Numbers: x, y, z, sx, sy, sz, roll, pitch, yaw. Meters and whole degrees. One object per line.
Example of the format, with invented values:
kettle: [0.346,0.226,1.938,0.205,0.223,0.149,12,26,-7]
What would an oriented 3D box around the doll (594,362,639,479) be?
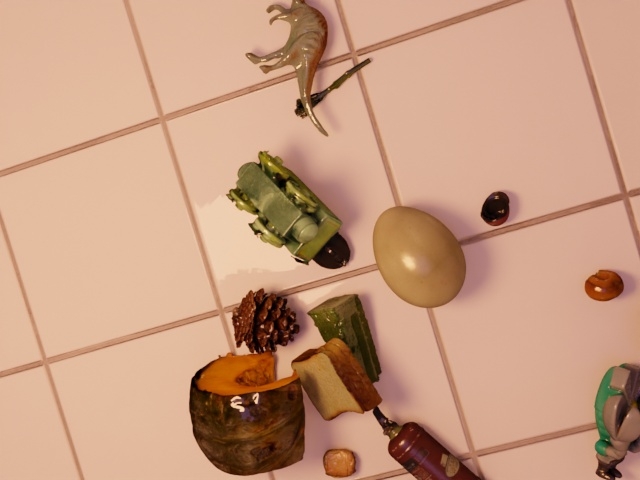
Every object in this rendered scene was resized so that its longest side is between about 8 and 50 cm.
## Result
doll: [0.700,0.408,1.807,0.153,0.195,0.258,14,128,41]

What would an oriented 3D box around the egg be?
egg: [0.219,0.035,1.818,0.188,0.188,0.253,-39,82,10]

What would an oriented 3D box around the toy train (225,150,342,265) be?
toy train: [-0.086,-0.079,1.831,0.159,0.188,0.271,-49,56,9]

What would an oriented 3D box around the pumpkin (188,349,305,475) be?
pumpkin: [-0.175,0.402,1.875,0.256,0.303,0.225,-15,100,-17]

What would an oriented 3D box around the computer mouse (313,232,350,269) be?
computer mouse: [0.000,0.000,1.917,0.172,0.057,0.099,45,98,6]

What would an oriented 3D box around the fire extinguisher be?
fire extinguisher: [0.248,0.510,1.878,0.344,0.138,0.102,41,75,3]

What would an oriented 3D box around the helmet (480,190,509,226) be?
helmet: [0.410,-0.066,1.850,0.065,0.049,0.084,13,67,39]

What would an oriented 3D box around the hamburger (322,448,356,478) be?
hamburger: [0.046,0.545,1.959,0.083,0.044,0.076,0,93,7]

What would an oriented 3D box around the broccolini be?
broccolini: [0.030,-0.361,1.900,0.218,0.044,0.042,-32,74,5]

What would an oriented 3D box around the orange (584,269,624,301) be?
orange: [0.645,0.107,1.813,0.086,0.086,0.062,-9,116,10]

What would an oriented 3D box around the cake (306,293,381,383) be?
cake: [0.081,0.239,1.886,0.099,0.100,0.235,-31,89,49]

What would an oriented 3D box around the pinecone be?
pinecone: [-0.132,0.195,1.912,0.174,0.173,0.173,1,95,9]

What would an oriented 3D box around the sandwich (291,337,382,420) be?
sandwich: [0.030,0.329,1.869,0.065,0.215,0.186,-31,85,-30]

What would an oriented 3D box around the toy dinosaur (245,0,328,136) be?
toy dinosaur: [-0.061,-0.427,1.862,0.205,0.092,0.393,-24,78,0]
